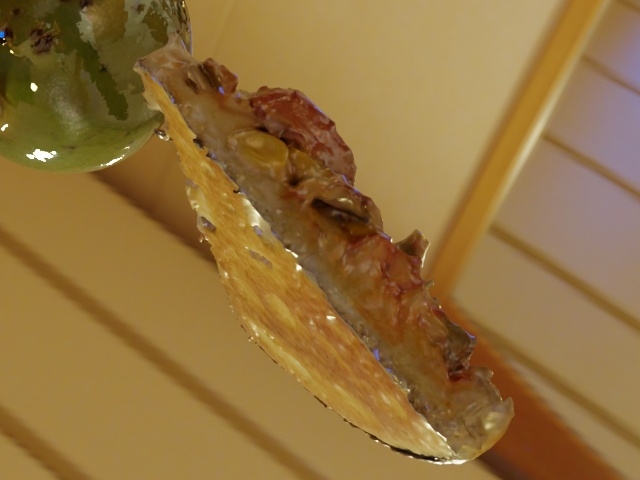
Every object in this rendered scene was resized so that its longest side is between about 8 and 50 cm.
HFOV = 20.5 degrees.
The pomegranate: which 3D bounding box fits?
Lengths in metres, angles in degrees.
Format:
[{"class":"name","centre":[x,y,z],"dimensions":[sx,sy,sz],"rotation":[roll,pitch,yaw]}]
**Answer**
[{"class":"pomegranate","centre":[-0.135,-0.078,0.826],"dimensions":[0.129,0.159,0.129],"rotation":[40,171,7]}]

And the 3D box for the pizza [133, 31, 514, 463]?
[{"class":"pizza","centre":[0.000,0.000,0.684],"dimensions":[0.053,0.193,0.201],"rotation":[-37,-150,-15]}]
